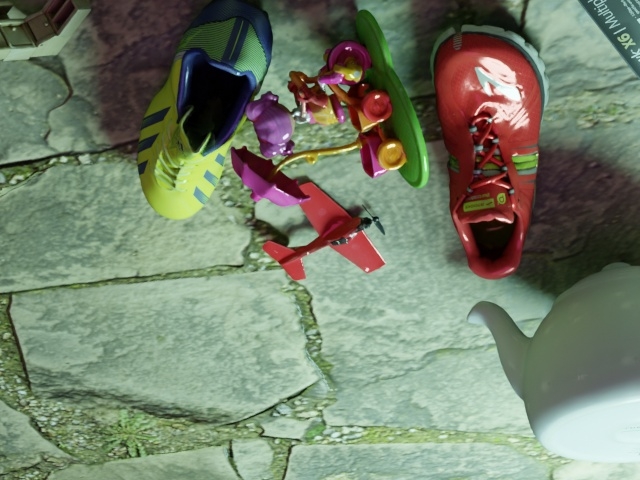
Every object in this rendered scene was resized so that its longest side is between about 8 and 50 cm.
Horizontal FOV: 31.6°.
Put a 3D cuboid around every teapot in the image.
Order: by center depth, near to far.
[{"bbox_3d":[0.327,0.109,1.162,0.256,0.187,0.252,14,148,-26],"label":"teapot"}]

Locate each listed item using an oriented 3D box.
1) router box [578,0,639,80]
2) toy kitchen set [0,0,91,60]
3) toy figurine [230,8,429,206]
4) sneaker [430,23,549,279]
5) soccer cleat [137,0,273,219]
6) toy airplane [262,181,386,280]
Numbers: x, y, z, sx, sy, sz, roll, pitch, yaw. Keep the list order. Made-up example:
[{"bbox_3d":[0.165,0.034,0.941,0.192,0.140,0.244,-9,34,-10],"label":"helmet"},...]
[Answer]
[{"bbox_3d":[0.321,-0.238,0.869,0.243,0.081,0.309,-26,125,33],"label":"router box"},{"bbox_3d":[-0.276,-0.216,1.044,0.075,0.083,0.068,-38,76,40],"label":"toy kitchen set"},{"bbox_3d":[-0.006,-0.101,1.020,0.159,0.130,0.173,-21,113,-9],"label":"toy figurine"},{"bbox_3d":[0.162,-0.073,1.053,0.107,0.118,0.279,-3,135,15],"label":"sneaker"},{"bbox_3d":[-0.124,-0.105,1.082,0.093,0.121,0.289,21,137,-9],"label":"soccer cleat"},{"bbox_3d":[0.000,0.000,1.234,0.151,0.028,0.151,6,138,5],"label":"toy airplane"}]
